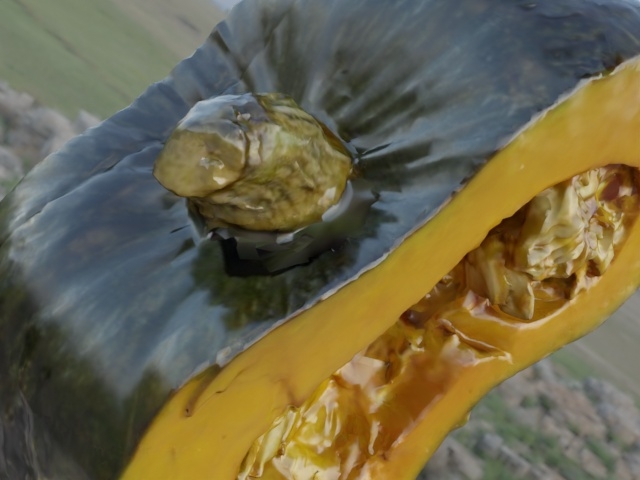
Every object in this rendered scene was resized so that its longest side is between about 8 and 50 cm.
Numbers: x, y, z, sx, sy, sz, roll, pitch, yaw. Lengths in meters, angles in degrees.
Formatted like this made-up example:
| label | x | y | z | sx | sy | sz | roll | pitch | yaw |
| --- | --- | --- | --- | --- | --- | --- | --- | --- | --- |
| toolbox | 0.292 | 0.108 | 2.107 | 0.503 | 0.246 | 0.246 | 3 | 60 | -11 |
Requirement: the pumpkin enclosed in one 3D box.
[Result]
| label | x | y | z | sx | sy | sz | roll | pitch | yaw |
| --- | --- | --- | --- | --- | --- | --- | --- | --- | --- |
| pumpkin | 0.000 | 0.000 | 0.511 | 0.139 | 0.317 | 0.222 | 48 | -6 | 40 |
